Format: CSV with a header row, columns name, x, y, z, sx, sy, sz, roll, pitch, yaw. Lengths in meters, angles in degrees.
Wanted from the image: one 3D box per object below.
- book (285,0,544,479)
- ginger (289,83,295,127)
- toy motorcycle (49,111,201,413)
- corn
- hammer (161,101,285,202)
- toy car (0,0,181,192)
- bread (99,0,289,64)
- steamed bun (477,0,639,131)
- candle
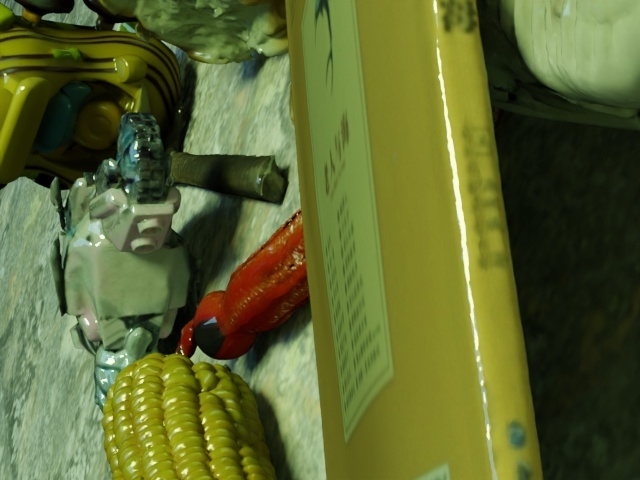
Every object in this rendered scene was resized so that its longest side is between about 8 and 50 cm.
name,x,y,z,sx,sy,sz,roll,pitch,yaw
book,0.023,-0.012,0.492,0.269,0.032,0.388,115,152,-69
ginger,0.019,-0.138,0.735,0.096,0.067,0.165,21,112,60
toy motorcycle,-0.141,0.038,0.911,0.239,0.108,0.204,96,165,-67
corn,-0.057,0.162,0.649,0.102,0.102,0.313,-65,26,17
hammer,-0.089,-0.054,0.958,0.297,0.027,0.125,10,83,66
toy car,-0.217,-0.116,1.063,0.142,0.248,0.200,38,117,29
bread,-0.094,-0.274,0.835,0.225,0.279,0.250,-4,71,50
steamed bun,0.126,-0.141,0.400,0.218,0.144,0.211,-164,76,-74
candle,0.000,0.000,0.697,0.329,0.048,0.051,-43,29,48
